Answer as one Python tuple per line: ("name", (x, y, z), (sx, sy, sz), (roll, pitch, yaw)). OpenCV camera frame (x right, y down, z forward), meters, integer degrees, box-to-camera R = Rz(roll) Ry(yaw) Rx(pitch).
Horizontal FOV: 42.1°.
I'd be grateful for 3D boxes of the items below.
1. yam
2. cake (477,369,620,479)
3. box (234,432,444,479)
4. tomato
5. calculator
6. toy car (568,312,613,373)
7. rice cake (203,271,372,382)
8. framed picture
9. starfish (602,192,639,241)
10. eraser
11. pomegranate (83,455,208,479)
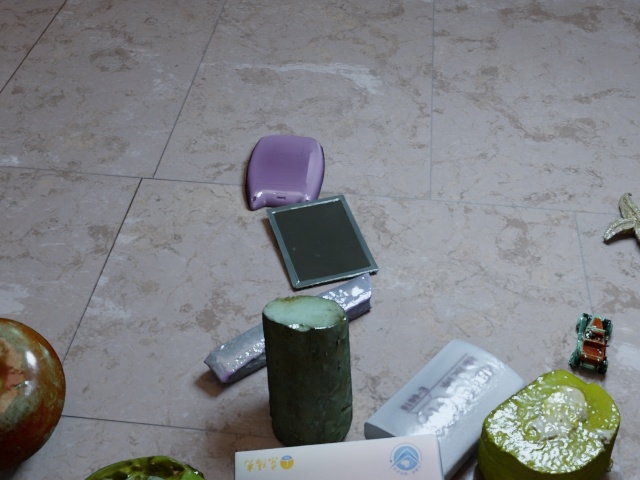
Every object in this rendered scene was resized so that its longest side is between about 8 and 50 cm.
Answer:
("yam", (-0.022, 0.230, 1.498), (0.161, 0.268, 0.161), (-3, 27, 2))
("cake", (0.404, 0.347, 1.439), (0.260, 0.156, 0.179), (-26, 47, -29))
("box", (0.032, 0.431, 1.343), (0.343, 0.065, 0.200), (-6, 57, 4))
("tomato", (-0.579, 0.276, 1.456), (0.270, 0.222, 0.270), (1, 63, -2))
("calculator", (-0.087, -0.182, 2.087), (0.194, 0.043, 0.294), (3, 44, 2))
("toy car", (0.548, 0.202, 1.674), (0.073, 0.054, 0.143), (15, 45, 14))
("rice cake", (-0.050, 0.179, 1.684), (0.399, 0.064, 0.070), (-25, 58, -25))
("framed picture", (0.000, 0.000, 1.901), (0.197, 0.014, 0.252), (-11, 49, -13))
("starfish", (0.762, -0.040, 1.949), (0.227, 0.043, 0.240), (0, 39, -4))
("eraser", (0.231, 0.311, 1.525), (0.174, 0.095, 0.270), (31, 49, 31))
("pomegranate", (-0.251, 0.507, 1.229), (0.310, 0.216, 0.358), (13, 74, 38))
